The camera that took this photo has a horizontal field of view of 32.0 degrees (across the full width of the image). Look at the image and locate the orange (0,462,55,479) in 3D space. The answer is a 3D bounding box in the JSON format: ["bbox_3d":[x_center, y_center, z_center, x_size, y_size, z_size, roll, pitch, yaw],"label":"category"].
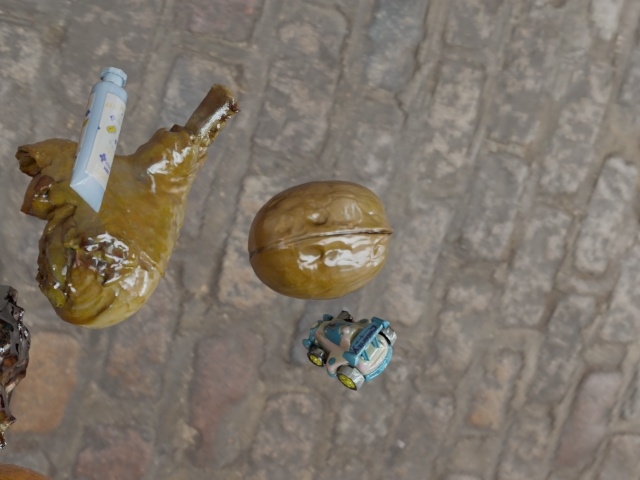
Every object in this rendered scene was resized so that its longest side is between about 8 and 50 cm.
[{"bbox_3d":[-0.462,0.449,1.371,0.424,0.424,0.326,-27,86,-21],"label":"orange"}]

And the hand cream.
[{"bbox_3d":[-0.253,-0.121,1.283,0.065,0.043,0.170,54,37,-56],"label":"hand cream"}]

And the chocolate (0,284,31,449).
[{"bbox_3d":[-0.366,0.166,1.091,0.224,0.206,0.177,-31,110,-35],"label":"chocolate"}]

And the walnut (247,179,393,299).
[{"bbox_3d":[0.000,0.000,1.563,0.207,0.167,0.167,-9,115,2],"label":"walnut"}]

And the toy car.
[{"bbox_3d":[0.043,0.166,1.920,0.126,0.161,0.098,-47,146,-23],"label":"toy car"}]

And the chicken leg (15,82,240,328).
[{"bbox_3d":[-0.289,-0.087,1.586,0.409,0.295,0.182,-53,163,-15],"label":"chicken leg"}]
